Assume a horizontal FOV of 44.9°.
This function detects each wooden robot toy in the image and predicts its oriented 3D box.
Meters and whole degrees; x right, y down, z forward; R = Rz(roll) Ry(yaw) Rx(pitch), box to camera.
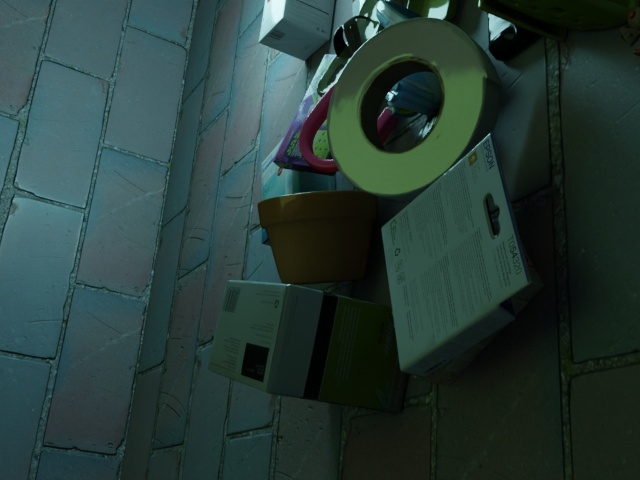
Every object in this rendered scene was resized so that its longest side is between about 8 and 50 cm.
[{"bbox_3d":[0.523,-0.339,1.237,0.173,0.079,0.076,36,108,62],"label":"wooden robot toy"}]

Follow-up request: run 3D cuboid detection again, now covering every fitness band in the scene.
[{"bbox_3d":[0.070,-0.295,1.939,0.209,0.054,0.291,34,83,31],"label":"fitness band"}]

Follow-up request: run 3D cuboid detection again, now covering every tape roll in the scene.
[{"bbox_3d":[0.186,-0.273,1.628,0.391,0.072,0.392,-10,73,36],"label":"tape roll"}]

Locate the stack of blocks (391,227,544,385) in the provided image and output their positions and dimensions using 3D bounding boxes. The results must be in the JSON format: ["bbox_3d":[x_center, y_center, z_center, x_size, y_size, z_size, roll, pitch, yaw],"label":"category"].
[{"bbox_3d":[0.268,0.112,1.460,0.297,0.087,0.171,-55,33,33],"label":"stack of blocks"}]

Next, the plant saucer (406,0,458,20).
[{"bbox_3d":[0.281,-0.590,1.868,0.188,0.045,0.188,0,76,63],"label":"plant saucer"}]

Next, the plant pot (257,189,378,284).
[{"bbox_3d":[0.000,0.000,1.849,0.291,0.290,0.204,-12,81,60],"label":"plant pot"}]

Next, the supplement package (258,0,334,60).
[{"bbox_3d":[-0.068,-0.763,2.477,0.177,0.175,0.293,-25,54,57],"label":"supplement package"}]

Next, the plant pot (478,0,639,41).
[{"bbox_3d":[0.417,-0.494,1.377,0.207,0.227,0.228,167,116,-67],"label":"plant pot"}]

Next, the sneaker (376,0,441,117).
[{"bbox_3d":[0.189,-0.410,1.798,0.319,0.127,0.208,56,128,38],"label":"sneaker"}]

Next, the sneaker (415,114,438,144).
[{"bbox_3d":[0.244,-0.167,1.688,0.121,0.079,0.217,-173,99,-73],"label":"sneaker"}]

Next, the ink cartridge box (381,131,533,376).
[{"bbox_3d":[0.244,0.030,1.380,0.330,0.071,0.324,-42,40,41],"label":"ink cartridge box"}]

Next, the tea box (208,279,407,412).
[{"bbox_3d":[-0.023,0.224,1.686,0.329,0.323,0.220,-1,76,61],"label":"tea box"}]

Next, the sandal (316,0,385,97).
[{"bbox_3d":[0.076,-0.512,2.029,0.120,0.086,0.303,27,86,52],"label":"sandal"}]

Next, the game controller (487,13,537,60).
[{"bbox_3d":[0.403,-0.534,1.608,0.166,0.067,0.319,129,148,-63],"label":"game controller"}]

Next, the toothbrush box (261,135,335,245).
[{"bbox_3d":[-0.065,-0.147,2.190,0.216,0.126,0.296,-42,39,45],"label":"toothbrush box"}]

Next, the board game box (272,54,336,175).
[{"bbox_3d":[0.023,-0.340,2.067,0.208,0.056,0.347,16,75,40],"label":"board game box"}]

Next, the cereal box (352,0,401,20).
[{"bbox_3d":[0.154,-0.637,2.130,0.173,0.047,0.240,-36,44,48],"label":"cereal box"}]
